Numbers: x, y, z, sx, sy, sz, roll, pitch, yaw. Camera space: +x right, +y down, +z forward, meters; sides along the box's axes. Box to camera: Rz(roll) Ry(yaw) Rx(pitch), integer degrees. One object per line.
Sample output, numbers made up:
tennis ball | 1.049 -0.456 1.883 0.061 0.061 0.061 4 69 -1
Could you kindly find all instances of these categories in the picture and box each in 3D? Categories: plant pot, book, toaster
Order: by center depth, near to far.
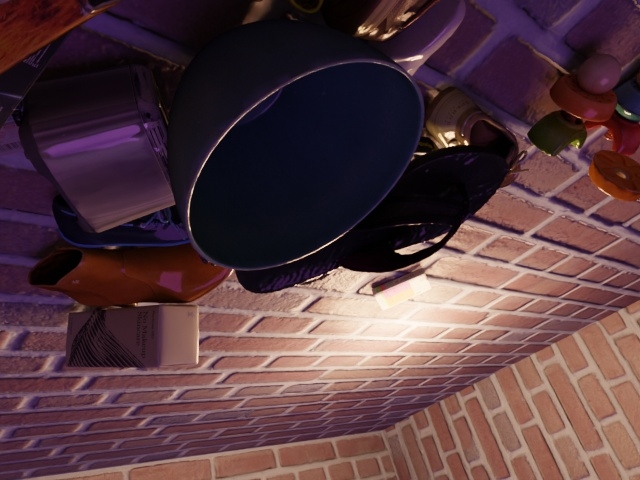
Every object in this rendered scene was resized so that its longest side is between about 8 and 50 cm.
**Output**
plant pot | -0.055 -0.134 0.586 0.290 0.195 0.290 -26 151 -16
toaster | -0.253 -0.117 0.609 0.146 0.129 0.227 -17 147 -9
book | 0.216 0.128 1.333 0.144 0.035 0.096 -23 146 9

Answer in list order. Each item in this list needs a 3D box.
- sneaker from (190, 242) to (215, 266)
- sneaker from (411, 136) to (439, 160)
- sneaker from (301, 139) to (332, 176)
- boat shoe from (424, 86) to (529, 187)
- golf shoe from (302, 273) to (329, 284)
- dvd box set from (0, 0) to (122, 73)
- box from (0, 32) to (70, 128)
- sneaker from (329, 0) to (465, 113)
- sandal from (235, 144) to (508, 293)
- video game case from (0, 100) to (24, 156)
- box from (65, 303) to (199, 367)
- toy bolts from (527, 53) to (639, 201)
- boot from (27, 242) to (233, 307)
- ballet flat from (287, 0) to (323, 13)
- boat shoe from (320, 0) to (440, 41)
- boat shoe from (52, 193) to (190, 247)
sneaker | -0.125 -0.028 0.870 0.225 0.092 0.088 -9 131 -42
sneaker | 0.136 -0.144 0.835 0.144 0.053 0.059 7 144 -34
sneaker | 0.019 -0.099 0.796 0.095 0.105 0.236 -27 151 11
boat shoe | 0.273 -0.147 0.840 0.285 0.089 0.105 21 110 -46
golf shoe | 0.000 0.000 0.930 0.272 0.105 0.120 -27 146 37
dvd box set | -0.384 -0.193 0.308 0.420 0.062 0.308 -20 122 18
box | -0.278 -0.204 0.431 0.180 0.147 0.077 -35 146 27
sneaker | 0.104 -0.239 0.660 0.212 0.080 0.094 -32 159 35
sandal | 0.092 -0.006 0.760 0.445 0.107 0.168 -22 139 -5
video game case | -0.425 -0.144 0.578 0.157 0.019 0.143 -14 149 -4
box | -0.357 0.181 0.945 0.275 0.113 0.094 -10 167 32
toy bolts | 0.500 -0.200 0.812 0.228 0.218 0.158 -21 148 -31
boot | -0.313 0.049 0.849 0.295 0.104 0.211 -18 159 16
ballet flat | -0.025 -0.313 0.455 0.077 0.077 0.231 -15 149 -2
boat shoe | 0.148 -0.327 0.496 0.123 0.123 0.342 1 148 -46
boat shoe | -0.259 -0.042 0.745 0.258 0.109 0.089 -13 145 -12
